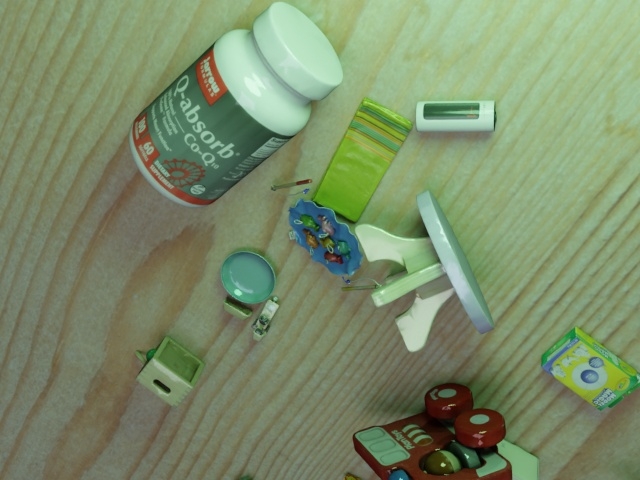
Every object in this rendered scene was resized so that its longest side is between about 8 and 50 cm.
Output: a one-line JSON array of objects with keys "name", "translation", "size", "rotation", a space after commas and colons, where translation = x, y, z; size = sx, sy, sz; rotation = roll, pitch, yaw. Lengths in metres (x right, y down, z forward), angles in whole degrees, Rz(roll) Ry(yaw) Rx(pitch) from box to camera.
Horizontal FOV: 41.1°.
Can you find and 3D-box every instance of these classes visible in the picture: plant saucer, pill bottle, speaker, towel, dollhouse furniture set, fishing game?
[{"name": "plant saucer", "translation": [-0.147, 0.073, 1.765], "size": [0.119, 0.021, 0.119], "rotation": [5, 113, 13]}, {"name": "pill bottle", "translation": [-0.148, -0.233, 1.487], "size": [0.363, 0.210, 0.210], "rotation": [-36, 104, 29]}, {"name": "speaker", "translation": [0.236, -0.215, 1.481], "size": [0.136, 0.055, 0.055], "rotation": [2, 119, 15]}, {"name": "towel", "translation": [0.074, -0.144, 1.586], "size": [0.102, 0.021, 0.237], "rotation": [28, 123, 0]}, {"name": "dollhouse furniture set", "translation": [-0.147, 0.139, 1.782], "size": [0.114, 0.091, 0.081], "rotation": [29, 107, 2]}, {"name": "fishing game", "translation": [0.000, 0.000, 1.632], "size": [0.189, 0.041, 0.264], "rotation": [-3, 125, 55]}]

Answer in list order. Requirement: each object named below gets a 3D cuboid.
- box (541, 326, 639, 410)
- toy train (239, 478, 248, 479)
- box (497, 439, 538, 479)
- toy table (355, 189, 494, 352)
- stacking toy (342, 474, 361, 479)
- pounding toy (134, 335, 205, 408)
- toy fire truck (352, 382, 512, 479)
[{"name": "box", "translation": [0.535, 0.260, 1.674], "size": [0.179, 0.043, 0.105], "rotation": [34, 122, -7]}, {"name": "toy train", "translation": [-0.226, 0.687, 2.100], "size": [0.248, 0.105, 0.143], "rotation": [-31, 96, 28]}, {"name": "box", "translation": [0.355, 0.561, 1.864], "size": [0.113, 0.094, 0.275], "rotation": [28, 123, -2]}, {"name": "toy table", "translation": [0.186, 0.064, 1.555], "size": [0.160, 0.252, 0.274], "rotation": [-25, 79, 13]}, {"name": "stacking toy", "translation": [0.075, 0.677, 1.955], "size": [0.052, 0.221, 0.167], "rotation": [5, 129, -32]}, {"name": "pounding toy", "translation": [-0.349, 0.287, 1.896], "size": [0.141, 0.130, 0.100], "rotation": [38, 110, -7]}, {"name": "toy fire truck", "translation": [0.226, 0.427, 1.691], "size": [0.253, 0.302, 0.170], "rotation": [-16, 108, -16]}]
